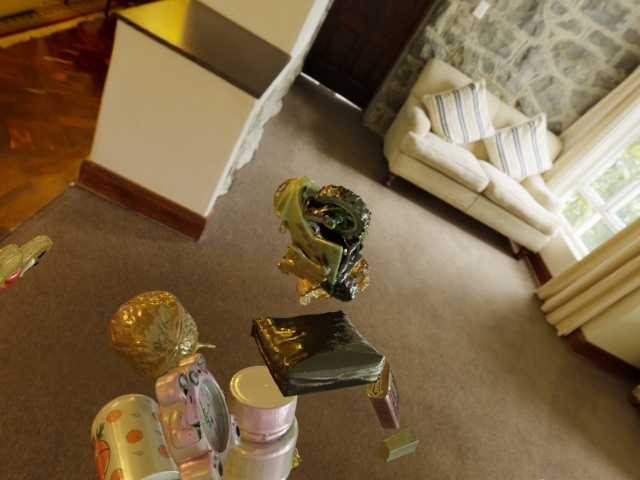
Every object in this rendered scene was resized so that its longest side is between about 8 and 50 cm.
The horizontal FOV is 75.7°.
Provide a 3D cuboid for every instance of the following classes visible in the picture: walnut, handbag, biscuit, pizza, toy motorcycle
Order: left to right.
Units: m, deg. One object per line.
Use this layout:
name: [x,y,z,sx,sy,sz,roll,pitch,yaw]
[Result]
biscuit: [-0.506,0.067,0.629,0.035,0.158,0.240,48,33,-12]
walnut: [-0.435,0.245,1.084,0.228,0.228,0.228,23,35,-17]
handbag: [-0.007,0.220,0.881,0.247,0.080,0.223,2,23,-28]
toy motorcycle: [0.000,0.000,0.980,0.237,0.410,0.169,32,59,22]
pizza: [0.068,0.120,1.579,0.278,0.114,0.409,9,37,30]

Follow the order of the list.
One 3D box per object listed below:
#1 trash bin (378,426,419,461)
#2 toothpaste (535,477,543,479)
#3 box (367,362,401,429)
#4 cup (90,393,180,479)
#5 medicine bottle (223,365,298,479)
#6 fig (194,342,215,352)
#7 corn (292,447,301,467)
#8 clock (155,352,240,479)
trash bin: [0.206,0.542,1.092,0.092,0.060,0.043,-8,37,-25]
toothpaste: [0.559,0.660,1.083,0.027,0.083,0.019,39,-7,9]
box: [0.205,0.492,1.294,0.069,0.224,0.120,-5,44,20]
cup: [-0.549,0.626,1.221,0.212,0.212,0.317,3,27,-38]
medicine bottle: [-0.186,0.553,1.214,0.241,0.301,0.241,9,17,-3]
fig: [-0.487,0.377,1.449,0.257,0.159,0.159,11,40,-41]
corn: [-0.223,0.845,1.736,0.313,0.102,0.102,38,34,-2]
clock: [-0.269,0.389,0.906,0.227,0.090,0.247,-50,121,-89]
